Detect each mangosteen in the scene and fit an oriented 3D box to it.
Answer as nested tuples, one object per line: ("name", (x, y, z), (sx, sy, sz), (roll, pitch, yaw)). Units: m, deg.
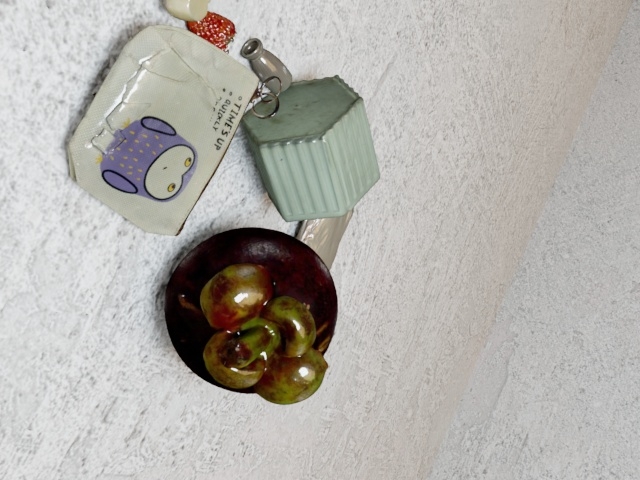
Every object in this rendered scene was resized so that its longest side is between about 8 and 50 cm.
("mangosteen", (-0.114, 0.133, 1.010), (0.307, 0.347, 0.306), (-3, 106, -12))

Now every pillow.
("pillow", (0.000, 0.000, 1.332), (0.173, 0.067, 0.270), (32, 81, -59))

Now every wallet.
("wallet", (-0.229, -0.170, 0.913), (0.275, 0.068, 0.335), (28, 94, -50))

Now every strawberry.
("strawberry", (-0.177, -0.336, 0.943), (0.083, 0.073, 0.073), (32, 77, -17))

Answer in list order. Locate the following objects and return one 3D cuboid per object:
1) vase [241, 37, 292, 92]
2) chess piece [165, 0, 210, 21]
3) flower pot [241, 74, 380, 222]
("vase", (-0.098, -0.317, 1.060), (0.101, 0.053, 0.053), (41, 72, -49))
("chess piece", (-0.169, -0.515, 0.817), (0.117, 0.117, 0.397), (-14, 118, -50))
("flower pot", (-0.016, -0.173, 1.103), (0.239, 0.209, 0.189), (-46, 138, -29))
